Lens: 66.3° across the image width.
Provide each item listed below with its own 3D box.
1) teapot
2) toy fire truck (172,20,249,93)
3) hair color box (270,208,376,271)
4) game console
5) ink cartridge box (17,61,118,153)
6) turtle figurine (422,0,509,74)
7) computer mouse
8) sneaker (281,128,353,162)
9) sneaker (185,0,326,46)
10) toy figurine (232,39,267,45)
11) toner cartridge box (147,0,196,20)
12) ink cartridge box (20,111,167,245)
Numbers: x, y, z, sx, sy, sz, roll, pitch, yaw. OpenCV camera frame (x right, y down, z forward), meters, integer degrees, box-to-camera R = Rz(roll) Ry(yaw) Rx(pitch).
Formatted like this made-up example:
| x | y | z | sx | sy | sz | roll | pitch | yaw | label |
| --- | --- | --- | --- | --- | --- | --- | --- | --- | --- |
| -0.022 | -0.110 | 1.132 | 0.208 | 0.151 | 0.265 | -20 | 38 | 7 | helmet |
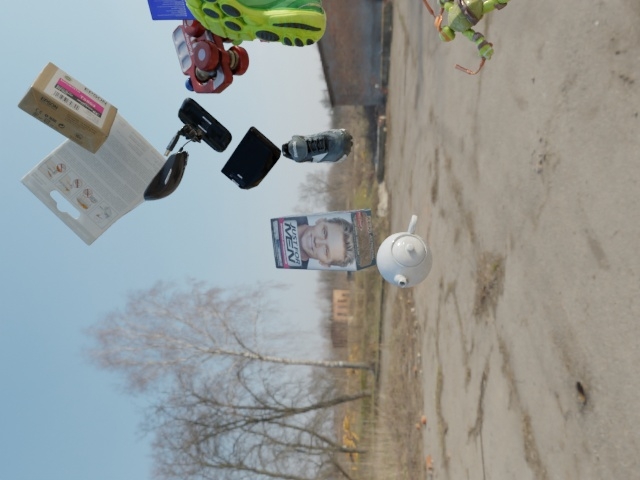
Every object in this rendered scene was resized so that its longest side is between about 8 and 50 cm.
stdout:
| x | y | z | sx | sy | sz | roll | pitch | yaw | label |
| --- | --- | --- | --- | --- | --- | --- | --- | --- | --- |
| 0.359 | 0.058 | 2.037 | 0.256 | 0.252 | 0.187 | 57 | 165 | 22 | teapot |
| -0.404 | -0.648 | 1.709 | 0.169 | 0.253 | 0.303 | -13 | -96 | -47 | toy fire truck |
| 0.000 | 0.000 | 1.537 | 0.105 | 0.347 | 0.174 | -13 | -82 | -47 | hair color box |
| -0.316 | -0.337 | 1.629 | 0.213 | 0.361 | 0.044 | -44 | 9 | 38 | game console |
| -0.746 | -0.398 | 1.469 | 0.234 | 0.088 | 0.193 | 34 | -153 | -34 | ink cartridge box |
| 0.344 | -0.541 | 1.129 | 0.087 | 0.217 | 0.270 | 2 | -124 | -50 | turtle figurine |
| -0.412 | -0.208 | 1.382 | 0.262 | 0.060 | 0.184 | -53 | 3 | -1 | computer mouse |
| -0.018 | -0.220 | 1.172 | 0.234 | 0.106 | 0.078 | 7 | 103 | 57 | sneaker |
| -0.133 | -0.480 | 1.000 | 0.109 | 0.295 | 0.124 | 119 | 159 | -62 | sneaker |
| -0.230 | -0.781 | 1.802 | 0.173 | 0.159 | 0.130 | -57 | -24 | -43 | toy figurine |
| -0.389 | -0.760 | 1.481 | 0.075 | 0.347 | 0.165 | -44 | -42 | -43 | toner cartridge box |
| -0.742 | -0.218 | 1.666 | 0.385 | 0.308 | 0.091 | -46 | 7 | -12 | ink cartridge box |
